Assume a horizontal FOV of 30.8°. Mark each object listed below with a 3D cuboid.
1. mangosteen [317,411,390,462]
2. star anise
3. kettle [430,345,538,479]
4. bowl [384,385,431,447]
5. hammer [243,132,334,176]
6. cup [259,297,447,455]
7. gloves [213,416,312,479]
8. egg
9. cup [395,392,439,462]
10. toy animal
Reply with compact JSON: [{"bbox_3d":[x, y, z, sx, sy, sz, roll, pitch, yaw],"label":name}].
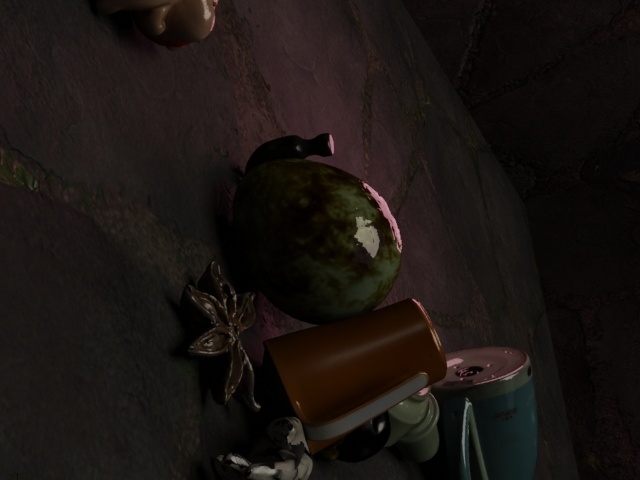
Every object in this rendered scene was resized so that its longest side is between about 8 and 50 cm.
[{"bbox_3d":[0.036,0.291,1.857,0.151,0.137,0.137,-13,84,-36],"label":"mangosteen"},{"bbox_3d":[-0.145,0.126,1.590,0.172,0.063,0.208,34,45,-54],"label":"star anise"},{"bbox_3d":[0.314,0.422,2.334,0.319,0.247,0.342,-30,112,-62],"label":"kettle"},{"bbox_3d":[0.117,0.244,2.035,0.211,0.112,0.211,33,41,-34],"label":"bowl"},{"bbox_3d":[0.000,0.000,1.995,0.044,0.168,0.440,-81,156,-46],"label":"hammer"},{"bbox_3d":[0.050,0.200,1.704,0.226,0.264,0.182,-127,-165,-66],"label":"cup"},{"bbox_3d":[-0.066,0.298,1.537,0.111,0.127,0.212,62,7,-3],"label":"gloves"},{"bbox_3d":[-0.009,-0.005,1.805,0.289,0.238,0.238,49,21,-1],"label":"egg"},{"bbox_3d":[0.172,0.347,2.180,0.141,0.120,0.120,65,18,-51],"label":"cup"},{"bbox_3d":[-0.223,-0.364,1.670,0.197,0.171,0.171,23,52,-60],"label":"toy animal"}]
